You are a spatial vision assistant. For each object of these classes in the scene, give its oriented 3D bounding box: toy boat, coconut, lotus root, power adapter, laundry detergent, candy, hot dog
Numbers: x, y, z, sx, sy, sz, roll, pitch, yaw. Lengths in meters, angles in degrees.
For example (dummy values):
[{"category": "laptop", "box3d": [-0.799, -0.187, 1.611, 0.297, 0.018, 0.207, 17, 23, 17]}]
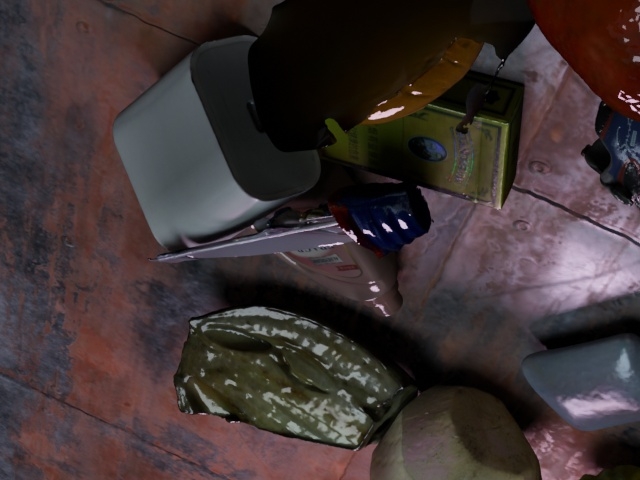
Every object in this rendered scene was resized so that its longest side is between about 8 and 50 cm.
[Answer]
[{"category": "toy boat", "box3d": [-0.015, 0.001, 1.639, 0.318, 0.072, 0.219, -19, 164, 36]}, {"category": "coconut", "box3d": [0.178, 0.312, 1.963, 0.237, 0.197, 0.237, 5, 132, 5]}, {"category": "lotus root", "box3d": [-0.026, 0.181, 2.007, 0.314, 0.142, 0.210, 23, 108, 14]}, {"category": "power adapter", "box3d": [-0.136, -0.093, 1.675, 0.255, 0.124, 0.187, -29, 81, 50]}, {"category": "laundry detergent", "box3d": [0.000, 0.000, 1.799, 0.171, 0.076, 0.237, 2, 140, 37]}, {"category": "candy", "box3d": [0.342, 0.173, 1.792, 0.138, 0.071, 0.174, 44, 142, -22]}, {"category": "hot dog", "box3d": [0.090, -0.197, 1.430, 0.326, 0.107, 0.194, -10, 101, 31]}]

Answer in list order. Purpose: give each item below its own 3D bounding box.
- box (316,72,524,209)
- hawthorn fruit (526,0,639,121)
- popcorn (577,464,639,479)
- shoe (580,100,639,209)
[{"category": "box", "box3d": [0.101, -0.124, 1.580, 0.220, 0.064, 0.141, 16, 144, 13]}, {"category": "hawthorn fruit", "box3d": [0.315, -0.231, 1.133, 0.265, 0.265, 0.307, 35, 139, -11]}, {"category": "popcorn", "box3d": [0.388, 0.407, 1.922, 0.249, 0.249, 0.225, 12, 147, 21]}, {"category": "shoe", "box3d": [0.318, -0.063, 1.475, 0.125, 0.099, 0.227, 0, 133, 22]}]
